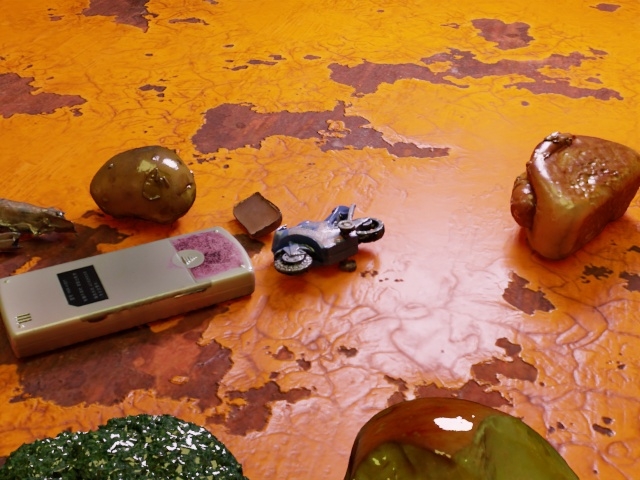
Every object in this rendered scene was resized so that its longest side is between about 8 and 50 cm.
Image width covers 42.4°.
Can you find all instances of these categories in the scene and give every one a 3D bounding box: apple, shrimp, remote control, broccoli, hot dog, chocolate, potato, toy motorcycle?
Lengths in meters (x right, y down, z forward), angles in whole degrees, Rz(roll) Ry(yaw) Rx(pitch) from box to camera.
[{"bbox_3d":[0.121,0.256,0.699,0.226,0.246,0.246,13,34,3],"label":"apple"},{"bbox_3d":[-0.484,-0.018,1.278,0.224,0.047,0.126,5,40,16],"label":"shrimp"},{"bbox_3d":[-0.266,0.064,1.153,0.344,0.050,0.145,-14,36,-22],"label":"remote control"},{"bbox_3d":[-0.143,0.283,0.666,0.308,0.308,0.275,11,69,15],"label":"broccoli"},{"bbox_3d":[0.392,-0.082,1.310,0.153,0.150,0.257,36,46,29],"label":"hot dog"},{"bbox_3d":[-0.101,-0.036,1.328,0.065,0.031,0.101,-33,39,-15],"label":"chocolate"},{"bbox_3d":[-0.286,-0.091,1.325,0.176,0.137,0.137,5,33,10],"label":"potato"},{"bbox_3d":[0.000,0.000,1.245,0.205,0.076,0.114,-24,34,-34],"label":"toy motorcycle"}]
